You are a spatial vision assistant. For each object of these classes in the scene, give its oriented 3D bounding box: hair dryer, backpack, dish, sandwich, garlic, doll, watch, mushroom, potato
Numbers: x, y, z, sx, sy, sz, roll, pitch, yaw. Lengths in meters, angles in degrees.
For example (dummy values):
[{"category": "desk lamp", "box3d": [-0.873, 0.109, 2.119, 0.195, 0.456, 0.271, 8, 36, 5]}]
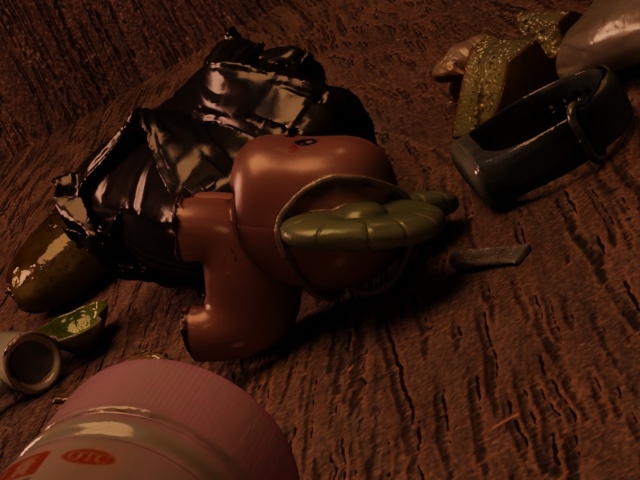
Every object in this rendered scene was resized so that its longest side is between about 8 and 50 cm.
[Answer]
[{"category": "hair dryer", "box3d": [-0.413, 0.198, 2.143, 0.236, 0.073, 0.131, -46, 18, -21]}, {"category": "backpack", "box3d": [-0.105, -0.087, 2.109, 0.363, 0.255, 0.445, -41, 21, -15]}, {"category": "dish", "box3d": [-0.286, 0.113, 2.188, 0.091, 0.039, 0.137, -25, 13, -11]}, {"category": "sandwich", "box3d": [0.246, -0.210, 2.130, 0.244, 0.088, 0.090, -36, 20, -20]}, {"category": "garlic", "box3d": [0.196, -0.218, 2.282, 0.113, 0.074, 0.094, -17, 3, -9]}, {"category": "doll", "box3d": [0.000, 0.000, 1.803, 0.268, 0.216, 0.284, -4, 8, 11]}, {"category": "watch", "box3d": [0.234, -0.111, 1.886, 0.193, 0.068, 0.206, -31, 13, 1]}, {"category": "mushroom", "box3d": [0.372, -0.225, 1.940, 0.159, 0.122, 0.328, -69, 19, -2]}, {"category": "potato", "box3d": [-0.330, 0.006, 2.471, 0.251, 0.113, 0.149, -38, 20, -32]}]

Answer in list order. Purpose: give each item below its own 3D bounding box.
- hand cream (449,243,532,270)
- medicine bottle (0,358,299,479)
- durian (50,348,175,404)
[{"category": "hand cream", "box3d": [0.155, 0.015, 1.717, 0.093, 0.019, 0.030, -10, 27, 47]}, {"category": "medicine bottle", "box3d": [-0.152, 0.238, 1.231, 0.202, 0.202, 0.316, -23, 16, 27]}, {"category": "durian", "box3d": [-0.192, 0.165, 1.785, 0.140, 0.071, 0.110, -10, 26, 18]}]
